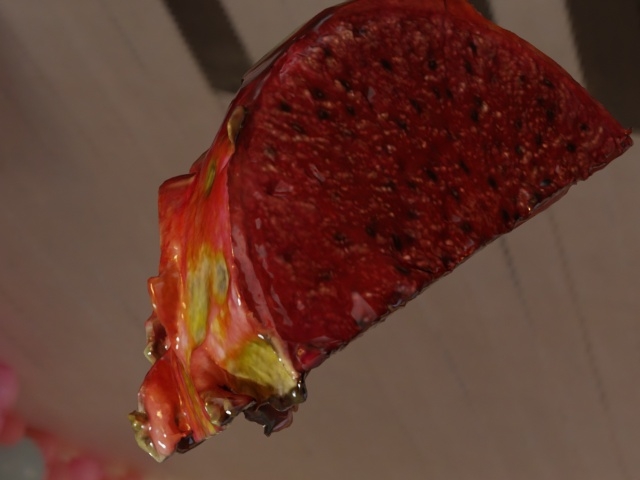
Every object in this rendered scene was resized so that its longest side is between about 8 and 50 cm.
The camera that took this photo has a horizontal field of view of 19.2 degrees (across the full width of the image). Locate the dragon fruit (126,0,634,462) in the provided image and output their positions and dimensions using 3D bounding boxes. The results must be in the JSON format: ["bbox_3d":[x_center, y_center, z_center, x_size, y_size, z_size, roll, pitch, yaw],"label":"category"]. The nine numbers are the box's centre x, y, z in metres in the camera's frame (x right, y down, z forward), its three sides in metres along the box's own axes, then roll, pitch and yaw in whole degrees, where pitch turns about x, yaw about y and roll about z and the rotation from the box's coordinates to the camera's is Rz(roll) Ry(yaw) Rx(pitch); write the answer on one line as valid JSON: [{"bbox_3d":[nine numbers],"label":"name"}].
[{"bbox_3d":[-0.009,-0.006,0.804,0.126,0.274,0.161,51,136,5],"label":"dragon fruit"}]
